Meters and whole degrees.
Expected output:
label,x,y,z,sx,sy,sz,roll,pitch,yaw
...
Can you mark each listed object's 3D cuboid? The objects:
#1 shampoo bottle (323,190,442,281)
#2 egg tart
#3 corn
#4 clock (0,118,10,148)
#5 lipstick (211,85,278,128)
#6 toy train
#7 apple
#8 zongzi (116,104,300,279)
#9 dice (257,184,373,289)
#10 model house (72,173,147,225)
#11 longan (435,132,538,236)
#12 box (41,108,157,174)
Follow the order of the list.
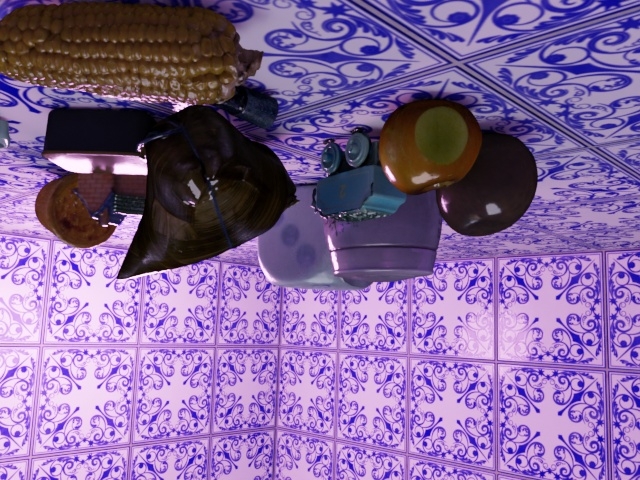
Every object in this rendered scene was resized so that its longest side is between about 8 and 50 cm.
label,x,y,z,sx,sy,sz,roll,pitch,yaw
shampoo bottle,0.141,-0.037,1.419,0.273,0.266,0.273,1,171,0
egg tart,-0.643,-0.081,1.619,0.147,0.202,0.202,7,177,42
corn,-0.229,-0.224,0.739,0.322,0.119,0.119,2,172,-5
clock,-0.662,-0.210,1.211,0.101,0.041,0.135,5,173,-22
lipstick,-0.172,-0.229,0.937,0.234,0.053,0.053,14,167,-39
toy train,0.077,-0.120,1.215,0.112,0.163,0.203,6,171,-33
apple,0.179,-0.151,1.027,0.163,0.147,0.146,2,173,-8
zongzi,-0.281,-0.047,1.108,0.432,0.208,0.403,-31,169,7
dice,0.000,0.000,1.719,0.262,0.268,0.265,-2,172,37
model house,-0.436,-0.110,1.391,0.183,0.172,0.166,1,171,6
longan,0.309,-0.107,1.158,0.198,0.198,0.212,2,160,0
box,-0.396,-0.183,1.153,0.201,0.090,0.144,1,172,4
